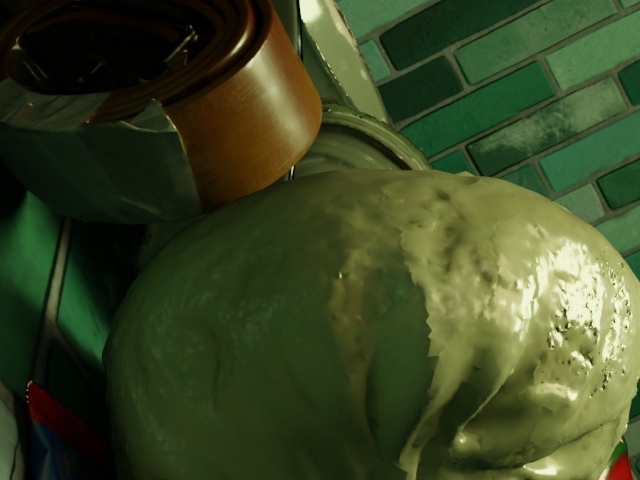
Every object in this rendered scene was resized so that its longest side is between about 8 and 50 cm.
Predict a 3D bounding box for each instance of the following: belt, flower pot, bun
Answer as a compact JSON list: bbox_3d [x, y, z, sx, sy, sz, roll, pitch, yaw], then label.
[{"bbox_3d":[-0.125,-0.099,1.082,0.261,0.184,0.105,20,-31,45],"label":"belt"},{"bbox_3d":[0.000,0.000,1.547,0.235,0.235,0.140,61,36,-16],"label":"flower pot"},{"bbox_3d":[0.031,0.117,1.028,0.359,0.360,0.211,53,24,-46],"label":"bun"}]

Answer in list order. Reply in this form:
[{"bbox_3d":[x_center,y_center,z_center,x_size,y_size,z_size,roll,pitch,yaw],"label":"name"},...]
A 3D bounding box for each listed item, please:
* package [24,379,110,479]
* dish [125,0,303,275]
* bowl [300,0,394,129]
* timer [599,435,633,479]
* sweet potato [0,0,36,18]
[{"bbox_3d":[-0.138,0.171,0.909,0.083,0.022,0.200,54,16,-41],"label":"package"},{"bbox_3d":[-0.089,-0.052,1.251,0.316,0.106,0.316,-171,-90,-82],"label":"dish"},{"bbox_3d":[-0.057,-0.214,1.847,0.337,0.158,0.337,59,11,-19],"label":"bowl"},{"bbox_3d":[0.168,0.279,1.415,0.378,0.279,0.378,57,10,-15],"label":"timer"},{"bbox_3d":[-0.181,-0.197,1.309,0.337,0.131,0.131,44,22,-53],"label":"sweet potato"}]
